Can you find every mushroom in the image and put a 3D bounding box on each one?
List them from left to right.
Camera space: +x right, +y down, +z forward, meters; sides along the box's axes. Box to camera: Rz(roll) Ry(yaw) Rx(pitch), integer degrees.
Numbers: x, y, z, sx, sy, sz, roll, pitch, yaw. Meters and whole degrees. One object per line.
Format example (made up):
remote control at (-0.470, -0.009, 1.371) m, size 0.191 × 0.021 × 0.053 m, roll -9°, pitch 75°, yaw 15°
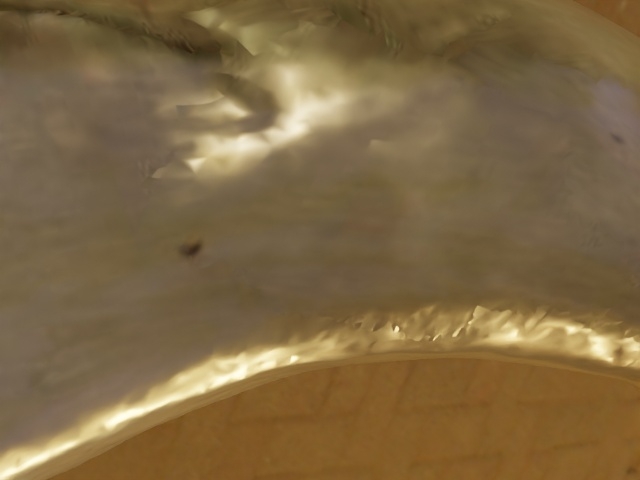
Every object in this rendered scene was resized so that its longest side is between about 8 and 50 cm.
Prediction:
mushroom at (0.001, 0.000, 0.371) m, size 0.397 × 0.177 × 0.126 m, roll -7°, pitch 164°, yaw -15°
